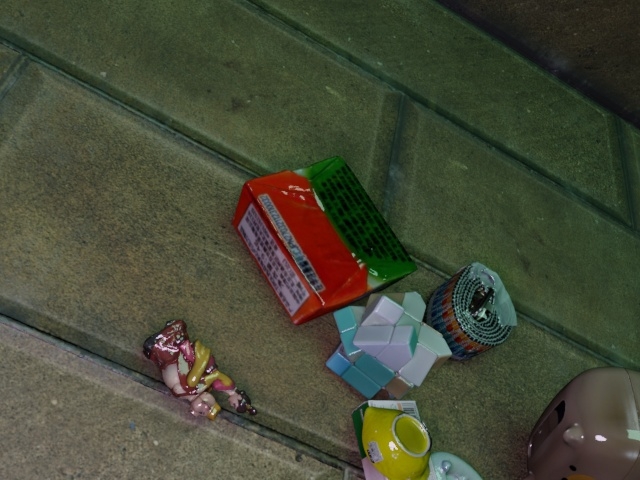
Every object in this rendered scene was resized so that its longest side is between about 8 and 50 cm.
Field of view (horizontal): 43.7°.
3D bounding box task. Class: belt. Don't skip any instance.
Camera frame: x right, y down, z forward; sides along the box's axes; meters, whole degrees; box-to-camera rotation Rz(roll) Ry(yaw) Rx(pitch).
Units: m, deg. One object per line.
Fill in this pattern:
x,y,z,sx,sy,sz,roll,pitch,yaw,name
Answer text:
0.390,0.187,2.055,0.207,0.150,0.257,50,44,-4,belt

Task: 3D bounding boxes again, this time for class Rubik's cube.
0.153,0.219,1.805,0.265,0.213,0.224,37,40,1,Rubik's cube

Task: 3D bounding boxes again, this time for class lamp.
-0.241,0.273,1.565,0.253,0.118,0.118,49,44,8,lamp

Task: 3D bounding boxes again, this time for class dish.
0.174,0.421,1.658,0.148,0.080,0.208,-27,74,-43,dish

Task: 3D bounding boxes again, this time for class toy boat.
0.311,0.551,1.767,0.207,0.079,0.134,43,46,-3,toy boat

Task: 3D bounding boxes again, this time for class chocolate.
0.000,0.000,1.914,0.341,0.161,0.360,-18,68,-42,chocolate

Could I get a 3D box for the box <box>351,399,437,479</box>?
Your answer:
0.159,0.451,1.734,0.135,0.081,0.199,8,51,-30,box

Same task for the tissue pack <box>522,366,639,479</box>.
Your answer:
0.638,0.472,1.841,0.276,0.387,0.267,14,48,-3,tissue pack
